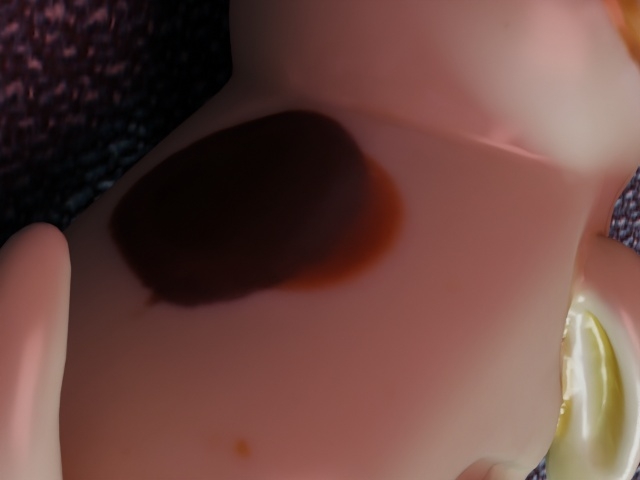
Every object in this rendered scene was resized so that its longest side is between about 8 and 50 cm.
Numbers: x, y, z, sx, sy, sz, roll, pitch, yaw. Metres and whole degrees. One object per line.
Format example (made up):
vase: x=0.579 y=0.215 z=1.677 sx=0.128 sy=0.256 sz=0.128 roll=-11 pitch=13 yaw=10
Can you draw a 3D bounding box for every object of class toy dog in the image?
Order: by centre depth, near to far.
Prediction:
toy dog: x=0.000 y=0.000 z=0.605 sx=0.395 sy=0.284 sz=0.408 roll=45 pitch=65 yaw=-49
